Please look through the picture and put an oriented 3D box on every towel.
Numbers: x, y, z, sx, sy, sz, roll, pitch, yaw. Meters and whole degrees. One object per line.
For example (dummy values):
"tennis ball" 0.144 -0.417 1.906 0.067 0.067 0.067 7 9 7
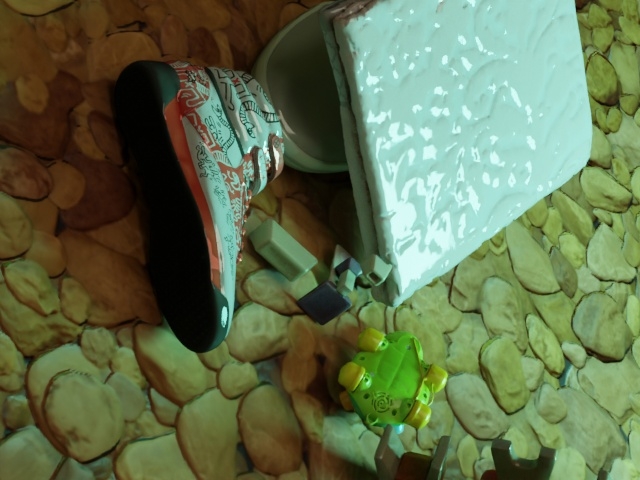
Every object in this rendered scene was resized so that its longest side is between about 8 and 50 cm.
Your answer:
"towel" 0.142 -0.143 1.767 0.332 0.053 0.317 -34 125 -34

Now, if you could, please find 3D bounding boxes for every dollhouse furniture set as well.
"dollhouse furniture set" 0.155 0.312 1.593 0.135 0.262 0.259 84 23 -47
"dollhouse furniture set" 0.000 0.000 1.698 0.114 0.091 0.081 42 32 -19

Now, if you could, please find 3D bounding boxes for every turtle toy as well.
"turtle toy" 0.066 0.131 1.702 0.095 0.066 0.130 31 46 -1

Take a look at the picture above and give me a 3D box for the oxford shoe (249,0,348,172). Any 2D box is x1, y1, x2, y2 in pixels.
"oxford shoe" 0.094 -0.190 1.833 0.449 0.130 0.169 -25 92 -46

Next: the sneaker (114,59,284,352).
"sneaker" -0.085 -0.036 1.614 0.145 0.090 0.270 -3 71 -42
